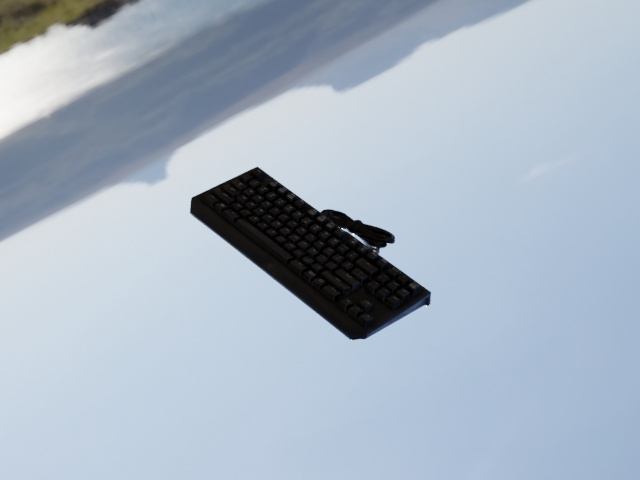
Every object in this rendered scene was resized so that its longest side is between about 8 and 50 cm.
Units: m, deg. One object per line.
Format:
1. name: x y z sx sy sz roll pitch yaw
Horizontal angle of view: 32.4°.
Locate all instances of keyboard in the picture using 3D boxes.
1. keyboard: 0.000 0.000 0.804 0.108 0.180 0.023 -24 141 -41
